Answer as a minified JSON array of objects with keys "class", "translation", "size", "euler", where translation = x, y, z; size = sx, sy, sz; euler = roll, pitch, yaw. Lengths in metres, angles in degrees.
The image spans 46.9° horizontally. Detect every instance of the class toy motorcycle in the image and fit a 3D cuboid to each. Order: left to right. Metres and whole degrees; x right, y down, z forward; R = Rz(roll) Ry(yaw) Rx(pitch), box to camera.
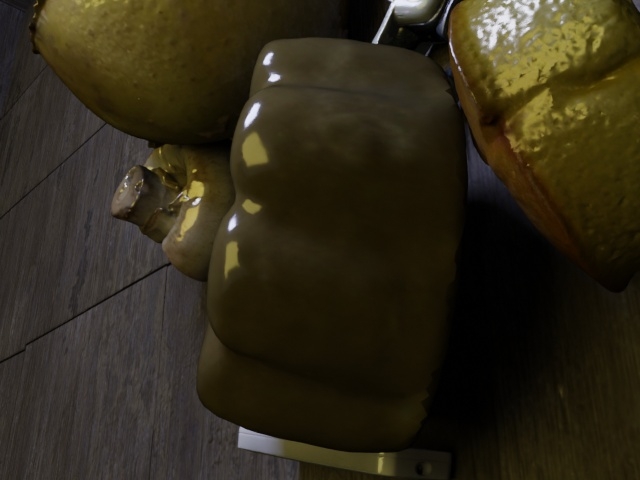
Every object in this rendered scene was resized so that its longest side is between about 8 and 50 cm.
[{"class":"toy motorcycle","translation":[0.131,-0.249,0.880],"size":[0.157,0.091,0.263],"euler":[36,100,48]}]

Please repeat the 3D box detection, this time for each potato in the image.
[{"class":"potato","translation":[-0.145,-0.313,1.058],"size":[0.442,0.319,0.385],"euler":[-46,2,-7]}]

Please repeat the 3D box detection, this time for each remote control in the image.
[{"class":"remote control","translation":[0.017,0.224,0.787],"size":[0.250,0.103,0.034],"euler":[-9,69,50]}]

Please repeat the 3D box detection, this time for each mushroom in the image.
[{"class":"mushroom","translation":[-0.195,-0.077,1.122],"size":[0.189,0.195,0.253],"euler":[-57,41,10]}]

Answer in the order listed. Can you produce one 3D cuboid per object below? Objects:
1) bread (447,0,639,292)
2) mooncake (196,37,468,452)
[{"class":"bread","translation":[0.203,-0.096,0.576],"size":[0.148,0.269,0.270],"euler":[-32,50,27]},{"class":"mooncake","translation":[0.000,0.000,0.699],"size":[0.378,0.200,0.379],"euler":[-174,90,-86]}]
